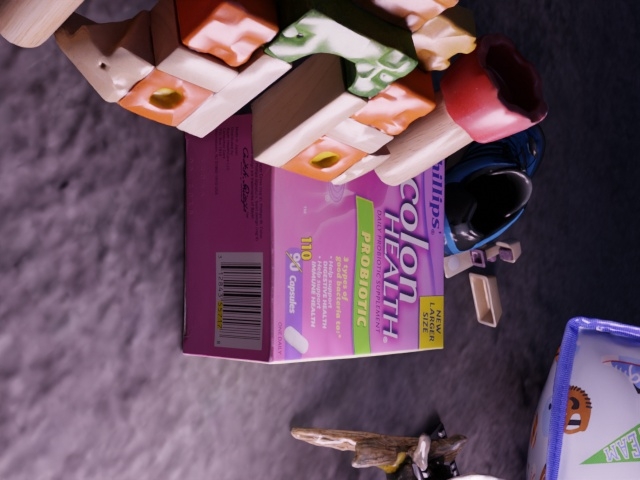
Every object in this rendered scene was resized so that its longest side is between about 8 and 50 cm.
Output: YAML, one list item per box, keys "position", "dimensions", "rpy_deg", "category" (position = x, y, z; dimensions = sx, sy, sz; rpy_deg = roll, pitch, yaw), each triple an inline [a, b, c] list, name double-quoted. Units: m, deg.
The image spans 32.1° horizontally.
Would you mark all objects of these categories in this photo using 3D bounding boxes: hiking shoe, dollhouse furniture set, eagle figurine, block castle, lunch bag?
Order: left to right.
- position: [-0.020, -0.246, 0.862]
  dimensions: [0.453, 0.212, 0.303]
  rpy_deg: [18, 53, -40]
  category: "block castle"
- position: [0.091, 0.339, 1.094]
  dimensions: [0.225, 0.226, 0.299]
  rpy_deg: [27, 64, -65]
  category: "eagle figurine"
- position: [0.179, 0.057, 1.272]
  dimensions: [0.081, 0.091, 0.114]
  rpy_deg: [-23, 110, -29]
  category: "dollhouse furniture set"
- position: [0.191, -0.055, 1.233]
  dimensions: [0.304, 0.132, 0.113]
  rpy_deg: [-38, 115, -42]
  category: "hiking shoe"
- position: [0.322, 0.314, 1.233]
  dimensions: [0.328, 0.238, 0.386]
  rpy_deg: [63, 36, -70]
  category: "lunch bag"

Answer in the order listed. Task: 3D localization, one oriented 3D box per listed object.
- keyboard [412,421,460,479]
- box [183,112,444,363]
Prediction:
- position: [0.136, 0.308, 1.258]
  dimensions: [0.108, 0.023, 0.180]
  rpy_deg: [-36, 115, -41]
  category: "keyboard"
- position: [0.000, 0.000, 1.043]
  dimensions: [0.243, 0.117, 0.214]
  rpy_deg: [2, 88, -47]
  category: "box"
